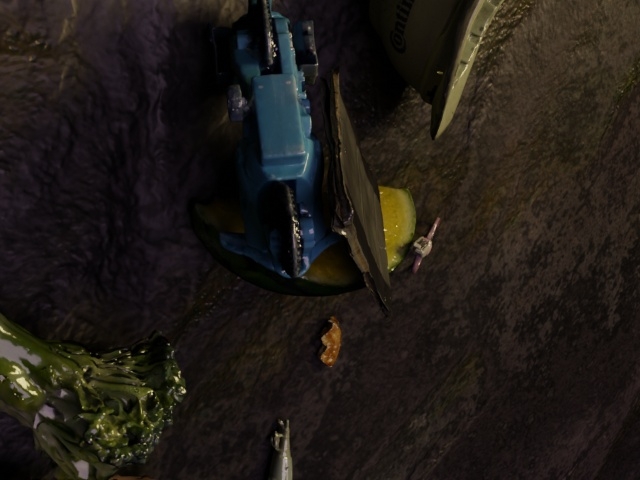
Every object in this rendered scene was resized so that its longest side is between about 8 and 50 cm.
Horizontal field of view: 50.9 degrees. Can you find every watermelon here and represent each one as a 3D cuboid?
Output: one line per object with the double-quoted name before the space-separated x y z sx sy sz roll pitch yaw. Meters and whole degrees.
"watermelon" 0.000 0.000 0.777 0.301 0.123 0.129 -10 94 -36

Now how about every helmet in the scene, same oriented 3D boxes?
"helmet" 0.122 -0.253 0.724 0.257 0.137 0.204 -65 171 16

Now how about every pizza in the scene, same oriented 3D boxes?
"pizza" 0.012 0.135 0.894 0.037 0.016 0.083 -17 123 -32

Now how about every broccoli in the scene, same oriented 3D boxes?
"broccoli" -0.266 0.107 0.606 0.304 0.165 0.145 39 44 -31

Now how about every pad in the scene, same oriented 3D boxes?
"pad" 0.040 -0.037 0.667 0.022 0.174 0.233 -10 153 12

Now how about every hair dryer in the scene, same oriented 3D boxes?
"hair dryer" -0.091 0.348 0.893 0.207 0.075 0.237 10 96 -33

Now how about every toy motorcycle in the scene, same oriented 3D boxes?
"toy motorcycle" -0.041 -0.086 0.630 0.124 0.182 0.272 -6 75 -6

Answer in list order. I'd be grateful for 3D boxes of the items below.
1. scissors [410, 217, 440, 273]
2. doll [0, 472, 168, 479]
"scissors" 0.131 0.009 0.862 0.085 0.022 0.176 -64 169 7
"doll" -0.264 0.296 0.681 0.278 0.154 0.119 16 59 -36
